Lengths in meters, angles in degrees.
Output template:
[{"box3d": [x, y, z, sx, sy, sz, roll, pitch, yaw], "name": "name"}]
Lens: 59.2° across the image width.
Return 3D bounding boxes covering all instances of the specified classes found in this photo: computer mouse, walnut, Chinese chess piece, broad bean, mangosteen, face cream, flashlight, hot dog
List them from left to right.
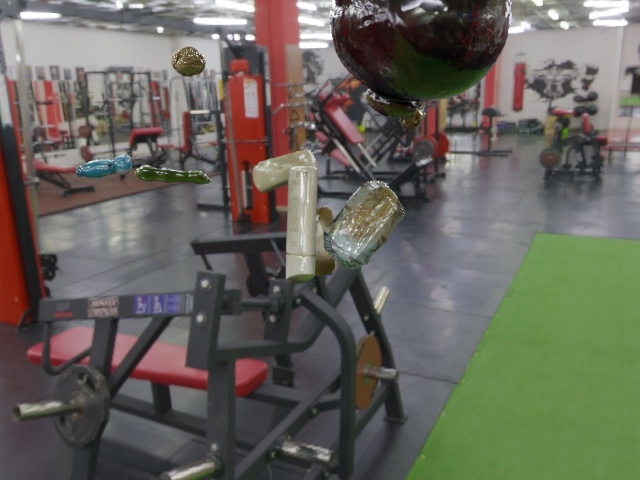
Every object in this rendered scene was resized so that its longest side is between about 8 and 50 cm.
[{"box3d": [-0.519, -0.177, 1.355, 0.129, 0.051, 0.051, -8, 16, -9], "name": "flashlight"}, {"box3d": [-0.487, -0.215, 1.869, 0.256, 0.052, 0.052, 3, 2, -19], "name": "broad bean"}, {"box3d": [-0.364, -0.496, 1.564, 0.078, 0.083, 0.096, 29, 31, 32], "name": "walnut"}, {"box3d": [-0.134, -0.263, 2.126, 0.249, 0.103, 0.250, -18, 2, 1], "name": "Chinese chess piece"}, {"box3d": [-0.057, -0.042, 1.679, 0.081, 0.349, 0.173, 1, 1, -17], "name": "face cream"}, {"box3d": [0.000, 0.000, 2.001, 0.125, 0.245, 0.056, -9, -14, 31], "name": "computer mouse"}, {"box3d": [0.127, -0.045, 1.633, 0.162, 0.270, 0.082, 39, -1, 8], "name": "hot dog"}, {"box3d": [0.164, -0.364, 0.955, 0.296, 0.298, 0.293, -1, -8, 2], "name": "mangosteen"}]
